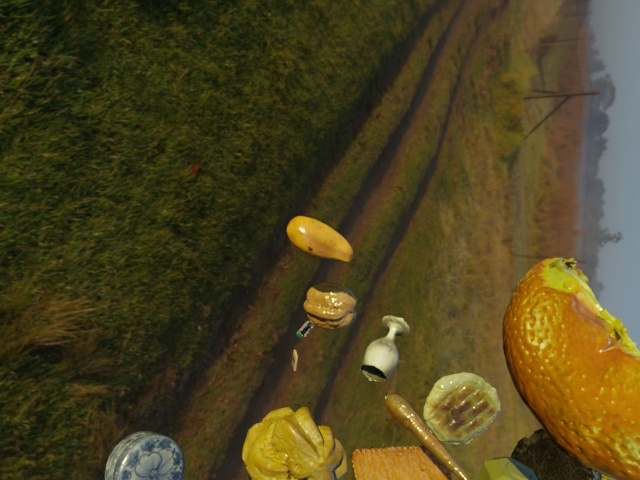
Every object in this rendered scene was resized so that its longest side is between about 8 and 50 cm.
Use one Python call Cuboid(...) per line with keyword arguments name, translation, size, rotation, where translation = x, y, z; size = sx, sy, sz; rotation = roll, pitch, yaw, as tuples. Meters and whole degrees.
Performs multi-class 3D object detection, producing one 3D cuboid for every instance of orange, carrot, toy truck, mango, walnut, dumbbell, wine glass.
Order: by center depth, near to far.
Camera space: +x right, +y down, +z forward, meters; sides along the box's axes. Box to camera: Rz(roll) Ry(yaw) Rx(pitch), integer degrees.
Cuboid(name="orange", translation=(0.396, 0.195, 0.638), size=(0.263, 0.196, 0.334), rotation=(14, 37, -38))
Cuboid(name="dumbbell", translation=(0.332, 0.571, 0.841), size=(0.108, 0.121, 0.302), rotation=(-4, 111, -57))
Cuboid(name="carrot", translation=(0.230, 0.430, 0.955), size=(0.049, 0.254, 0.049), rotation=(-21, 130, -27))
Cuboid(name="wine glass", translation=(0.242, 0.404, 1.630), size=(0.241, 0.126, 0.126), rotation=(-52, 138, -39))
Cuboid(name="mango", translation=(-0.004, 0.004, 1.790), size=(0.120, 0.295, 0.177), rotation=(-52, -167, 30))
Cuboid(name="toy truck", translation=(-0.069, 0.387, 1.899), size=(0.039, 0.044, 0.083), rotation=(53, 46, -8))
Cuboid(name="walnut", translation=(0.041, 0.311, 2.061), size=(0.257, 0.257, 0.224), rotation=(-26, 119, -58))

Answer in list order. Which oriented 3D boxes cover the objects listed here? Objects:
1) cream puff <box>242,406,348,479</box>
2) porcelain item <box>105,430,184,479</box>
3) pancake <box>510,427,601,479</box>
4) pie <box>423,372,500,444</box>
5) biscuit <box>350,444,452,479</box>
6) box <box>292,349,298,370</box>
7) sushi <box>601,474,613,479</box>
Cuboid(name="cream puff", translation=(-0.098, 0.681, 1.367), size=(0.274, 0.323, 0.270), rotation=(-40, 160, -32))
Cuboid(name="porcelain item", translation=(-0.384, 0.502, 0.959), size=(0.147, 0.114, 0.147), rotation=(12, 69, -35))
Cuboid(name="pancake", translation=(0.501, 0.504, 0.943), size=(0.021, 0.199, 0.199), rotation=(38, 58, -28))
Cuboid(name="pie", translation=(0.523, 0.630, 1.627), size=(0.071, 0.306, 0.306), rotation=(-146, -122, -80))
Cuboid(name="biscuit", translation=(0.203, 0.601, 1.042), size=(0.013, 0.232, 0.236), rotation=(-30, 107, -75))
Cuboid(name="box", translation=(-0.116, 0.541, 1.969), size=(0.046, 0.012, 0.083), rotation=(-120, -146, -57))
Cuboid(name="sushi", translation=(0.977, 0.702, 1.331), size=(0.294, 0.299, 0.281), rotation=(-3, 141, -30))
